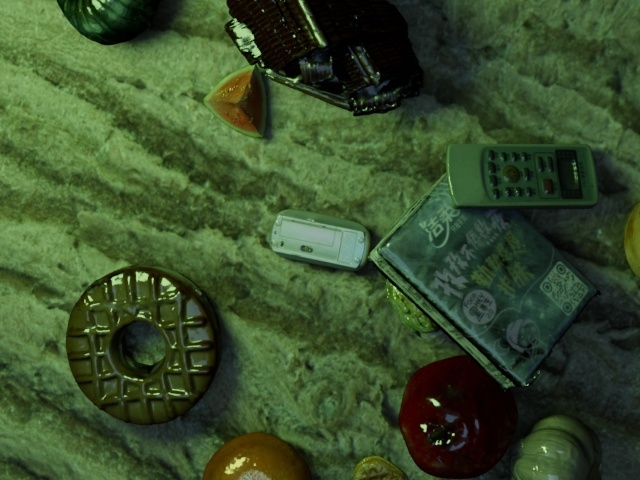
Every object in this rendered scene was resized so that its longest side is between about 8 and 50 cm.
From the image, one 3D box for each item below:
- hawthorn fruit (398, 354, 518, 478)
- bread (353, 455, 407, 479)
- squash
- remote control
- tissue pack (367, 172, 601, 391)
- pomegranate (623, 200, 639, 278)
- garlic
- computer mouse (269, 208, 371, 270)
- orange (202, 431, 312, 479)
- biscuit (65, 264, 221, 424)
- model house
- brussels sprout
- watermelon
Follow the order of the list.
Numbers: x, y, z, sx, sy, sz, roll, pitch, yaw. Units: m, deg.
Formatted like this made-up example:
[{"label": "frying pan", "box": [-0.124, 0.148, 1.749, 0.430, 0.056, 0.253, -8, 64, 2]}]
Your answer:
[{"label": "hawthorn fruit", "box": [0.236, 0.337, 1.573, 0.210, 0.266, 0.230, 6, 99, 30]}, {"label": "bread", "box": [0.121, 0.479, 1.716, 0.111, 0.044, 0.083, 36, 98, 0]}, {"label": "squash", "box": [-0.393, -0.472, 1.585, 0.218, 0.172, 0.218, 1, 96, 8]}, {"label": "remote control", "box": [0.359, -0.115, 1.530, 0.286, 0.038, 0.123, 1, 74, -14]}, {"label": "tissue pack", "box": [0.297, 0.059, 1.548, 0.361, 0.122, 0.259, 43, 70, 1]}, {"label": "pomegranate", "box": [0.638, 0.000, 1.496, 0.207, 0.207, 0.207, 1, 98, 8]}, {"label": "garlic", "box": [0.431, 0.433, 1.588, 0.152, 0.228, 0.227, 1, 99, 36]}, {"label": "computer mouse", "box": [0.000, 0.000, 1.662, 0.199, 0.045, 0.102, 10, 100, 6]}, {"label": "orange", "box": [-0.123, 0.489, 1.689, 0.224, 0.170, 0.223, 1, 80, -4]}, {"label": "biscuit", "box": [-0.355, 0.209, 1.714, 0.332, 0.103, 0.331, 1, 99, 8]}, {"label": "model house", "box": [0.000, -0.342, 1.492, 0.297, 0.282, 0.317, -27, 93, 10]}, {"label": "brussels sprout", "box": [0.199, 0.097, 1.625, 0.139, 0.100, 0.181, -39, 78, 7]}, {"label": "watermelon", "box": [-0.144, -0.255, 1.623, 0.125, 0.094, 0.135, -34, 97, 3]}]
